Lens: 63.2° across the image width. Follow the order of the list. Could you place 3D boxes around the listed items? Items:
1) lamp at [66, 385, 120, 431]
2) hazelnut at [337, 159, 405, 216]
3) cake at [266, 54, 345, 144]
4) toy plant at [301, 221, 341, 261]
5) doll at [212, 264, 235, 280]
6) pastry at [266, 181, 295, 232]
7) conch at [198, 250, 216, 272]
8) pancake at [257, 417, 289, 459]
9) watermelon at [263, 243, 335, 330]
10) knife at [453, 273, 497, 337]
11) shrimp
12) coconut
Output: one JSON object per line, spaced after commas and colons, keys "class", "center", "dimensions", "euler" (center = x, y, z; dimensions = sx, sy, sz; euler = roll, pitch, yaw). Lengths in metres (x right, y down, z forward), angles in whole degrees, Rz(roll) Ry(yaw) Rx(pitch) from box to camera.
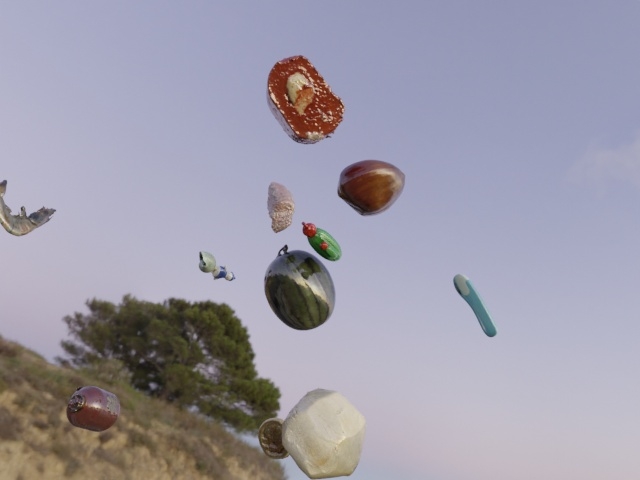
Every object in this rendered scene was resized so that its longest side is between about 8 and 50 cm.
{"class": "lamp", "center": [-0.960, 0.705, 2.193], "dimensions": [0.180, 0.180, 0.258], "euler": [1, -30, 19]}
{"class": "hazelnut", "center": [0.167, -0.177, 1.695], "dimensions": [0.181, 0.180, 0.212], "euler": [32, -6, 27]}
{"class": "cake", "center": [-0.059, -0.428, 1.624], "dimensions": [0.283, 0.177, 0.151], "euler": [50, -7, -9]}
{"class": "toy plant", "center": [0.010, 0.011, 2.003], "dimensions": [0.154, 0.088, 0.240], "euler": [49, 2, 21]}
{"class": "doll", "center": [-0.455, 0.156, 2.432], "dimensions": [0.143, 0.057, 0.098], "euler": [27, -65, -38]}
{"class": "pastry", "center": [-0.161, -0.151, 2.092], "dimensions": [0.103, 0.265, 0.112], "euler": [2, -50, -13]}
{"class": "conch", "center": [-0.374, 0.069, 1.721], "dimensions": [0.057, 0.076, 0.085], "euler": [-15, 0, -28]}
{"class": "pancake", "center": [-0.162, 0.718, 1.881], "dimensions": [0.152, 0.151, 0.025], "euler": [-1, -5, 23]}
{"class": "watermelon", "center": [-0.089, 0.192, 2.127], "dimensions": [0.279, 0.359, 0.279], "euler": [-29, -1, -1]}
{"class": "knife", "center": [0.489, 0.202, 1.639], "dimensions": [0.031, 0.221, 0.064], "euler": [-10, -25, -43]}
{"class": "shrimp", "center": [-0.793, -0.097, 1.387], "dimensions": [0.035, 0.195, 0.147], "euler": [-22, -74, 16]}
{"class": "coconut", "center": [0.021, 0.589, 1.564], "dimensions": [0.247, 0.245, 0.245], "euler": [39, -15, 25]}
